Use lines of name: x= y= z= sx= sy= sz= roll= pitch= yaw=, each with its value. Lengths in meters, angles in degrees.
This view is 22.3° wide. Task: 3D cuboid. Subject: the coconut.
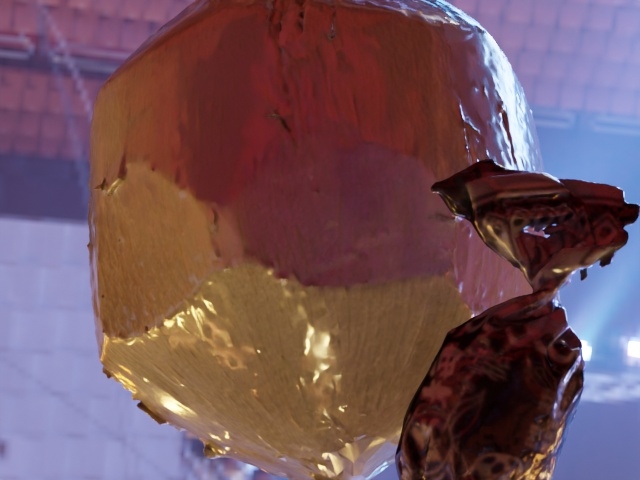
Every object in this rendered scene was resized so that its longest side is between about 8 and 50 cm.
coconut: x=-0.002 y=0.000 z=0.757 sx=0.227 sy=0.230 sz=0.227 roll=-3 pitch=151 yaw=-1

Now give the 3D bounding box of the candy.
candy: x=0.054 y=0.074 z=0.587 sx=0.094 sy=0.226 sz=0.051 roll=27 pitch=165 yaw=-22
